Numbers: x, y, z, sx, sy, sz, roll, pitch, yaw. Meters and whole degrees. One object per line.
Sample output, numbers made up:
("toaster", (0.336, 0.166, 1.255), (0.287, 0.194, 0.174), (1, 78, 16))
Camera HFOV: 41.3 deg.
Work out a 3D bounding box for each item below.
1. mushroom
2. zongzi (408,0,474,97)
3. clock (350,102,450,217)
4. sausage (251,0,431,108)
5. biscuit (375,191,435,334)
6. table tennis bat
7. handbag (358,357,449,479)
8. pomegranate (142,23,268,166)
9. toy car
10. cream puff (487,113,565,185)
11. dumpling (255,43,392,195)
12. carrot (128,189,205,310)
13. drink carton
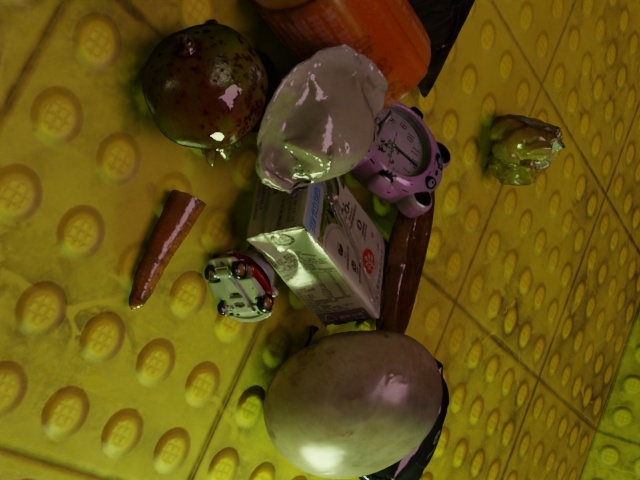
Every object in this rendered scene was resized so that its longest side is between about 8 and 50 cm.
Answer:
("mushroom", (0.058, 0.300, 1.697), (0.362, 0.294, 0.362), (-13, 137, -12))
("zongzi", (0.256, -0.573, 1.778), (0.432, 0.208, 0.403), (76, 30, -58))
("clock", (0.144, -0.182, 1.708), (0.248, 0.090, 0.227), (40, 54, -17))
("sausage", (0.040, -0.392, 1.500), (0.287, 0.233, 0.233), (45, 65, -45))
("biscuit", (0.179, 0.036, 1.843), (0.314, 0.063, 0.367), (55, 49, -68))
("table tennis bat", (-0.136, -0.290, 1.481), (0.131, 0.022, 0.234), (-57, 140, -21))
("handbag", (0.220, 0.461, 2.039), (0.342, 0.152, 0.288), (-64, 151, -15))
("pomegranate", (-0.186, -0.217, 1.330), (0.198, 0.198, 0.246), (-29, 157, -43))
("toy car", (-0.133, 0.065, 1.528), (0.112, 0.112, 0.139), (-56, 130, -46))
("cream puff", (0.507, -0.228, 2.170), (0.221, 0.195, 0.194), (-16, 113, -60))
("dumpling", (-0.012, -0.206, 1.417), (0.293, 0.163, 0.204), (-40, 112, -22))
("carrot", (-0.262, 0.019, 1.391), (0.061, 0.061, 0.209), (37, 76, -49))
("drink carton", (0.000, 0.000, 1.595), (0.324, 0.132, 0.194), (52, 35, -45))
